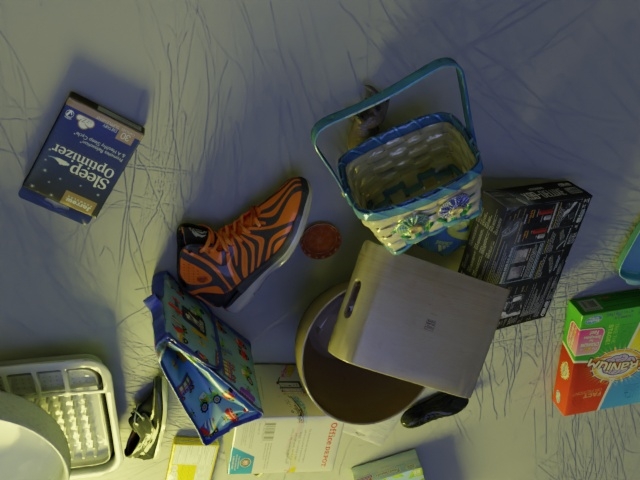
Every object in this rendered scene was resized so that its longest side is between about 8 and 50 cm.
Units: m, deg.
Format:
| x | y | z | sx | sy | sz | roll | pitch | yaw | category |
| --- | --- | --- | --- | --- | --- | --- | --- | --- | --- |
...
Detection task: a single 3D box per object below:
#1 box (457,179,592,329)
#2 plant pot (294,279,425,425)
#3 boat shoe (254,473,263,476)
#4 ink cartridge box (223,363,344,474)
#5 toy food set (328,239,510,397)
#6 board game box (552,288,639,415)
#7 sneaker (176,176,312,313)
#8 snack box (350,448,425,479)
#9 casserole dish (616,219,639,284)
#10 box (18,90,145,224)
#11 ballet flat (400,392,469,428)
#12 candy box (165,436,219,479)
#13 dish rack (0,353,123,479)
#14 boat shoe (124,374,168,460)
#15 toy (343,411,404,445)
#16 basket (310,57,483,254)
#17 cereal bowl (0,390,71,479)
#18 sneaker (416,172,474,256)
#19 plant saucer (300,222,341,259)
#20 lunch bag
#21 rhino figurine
| x | y | z | sx | sy | sz | roll | pitch | yaw | category |
| --- | --- | --- | --- | --- | --- | --- | --- | --- | --- |
| 0.398 | 0.038 | 1.467 | 0.243 | 0.076 | 0.307 | -9 | 125 | -31 | box |
| 0.066 | 0.199 | 1.449 | 0.284 | 0.191 | 0.283 | -4 | 101 | -20 | plant pot |
| -0.135 | 0.487 | 1.685 | 0.049 | 0.056 | 0.152 | 19 | 111 | -11 | boat shoe |
| -0.084 | 0.383 | 1.559 | 0.233 | 0.168 | 0.171 | 4 | 120 | -15 | ink cartridge box |
| 0.187 | 0.148 | 1.345 | 0.306 | 0.092 | 0.219 | 19 | 93 | -14 | toy food set |
| 0.699 | 0.267 | 1.726 | 0.243 | 0.064 | 0.316 | -8 | 122 | -7 | board game box |
| -0.158 | -0.006 | 1.332 | 0.180 | 0.124 | 0.321 | 26 | 112 | -26 | sneaker |
| 0.183 | 0.645 | 1.839 | 0.175 | 0.070 | 0.207 | -17 | 121 | -1 | snack box |
| 0.725 | 0.013 | 1.594 | 0.114 | 0.037 | 0.188 | 8 | 118 | -17 | casserole dish |
| -0.419 | -0.130 | 1.252 | 0.137 | 0.036 | 0.225 | 26 | 114 | -25 | box |
| 0.272 | 0.405 | 1.734 | 0.173 | 0.057 | 0.049 | -19 | 164 | 0 | ballet flat |
| -0.308 | 0.544 | 1.692 | 0.105 | 0.027 | 0.205 | 6 | 120 | -19 | candy box |
| -0.567 | 0.365 | 1.499 | 0.286 | 0.072 | 0.332 | -5 | 122 | -11 | dish rack |
| -0.371 | 0.385 | 1.548 | 0.079 | 0.084 | 0.233 | 8 | 122 | -18 | boat shoe |
| 0.142 | 0.349 | 1.658 | 0.137 | 0.056 | 0.237 | 26 | 107 | -21 | toy |
| 0.146 | -0.135 | 1.191 | 0.255 | 0.201 | 0.288 | -26 | 129 | 5 | basket |
| -0.652 | 0.408 | 1.382 | 0.339 | 0.141 | 0.338 | -6 | 123 | -9 | cereal bowl |
| 0.221 | -0.047 | 1.412 | 0.126 | 0.091 | 0.240 | -38 | 122 | 12 | sneaker |
| 0.000 | 0.000 | 1.437 | 0.084 | 0.013 | 0.083 | -5 | 121 | -9 | plant saucer |
| -0.250 | 0.205 | 1.383 | 0.138 | 0.221 | 0.293 | -29 | 123 | 5 | lunch bag |
| 0.103 | -0.169 | 1.323 | 0.107 | 0.073 | 0.243 | -16 | 122 | -6 | rhino figurine |
